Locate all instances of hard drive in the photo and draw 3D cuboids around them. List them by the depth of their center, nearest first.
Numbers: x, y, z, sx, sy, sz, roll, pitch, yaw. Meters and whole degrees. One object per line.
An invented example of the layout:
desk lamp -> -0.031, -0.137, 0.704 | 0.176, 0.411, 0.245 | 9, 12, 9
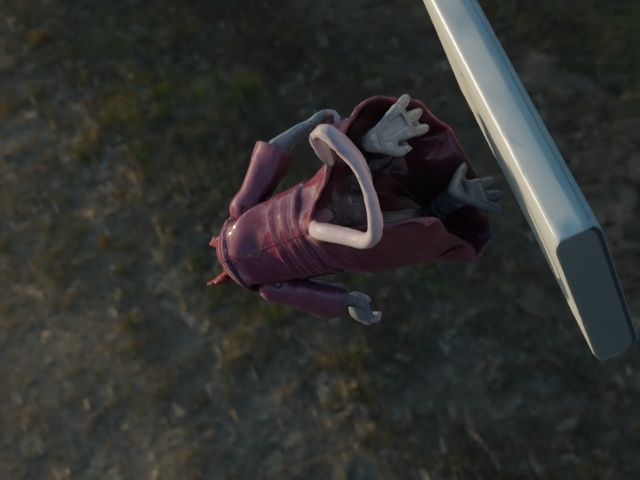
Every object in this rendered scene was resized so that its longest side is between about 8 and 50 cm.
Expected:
hard drive -> 0.192, -0.083, 1.491 | 0.047, 0.233, 0.353 | -25, 55, 5

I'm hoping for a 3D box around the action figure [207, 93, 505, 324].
action figure -> 0.000, 0.000, 1.674 | 0.370, 0.248, 0.275 | -23, 5, 37
